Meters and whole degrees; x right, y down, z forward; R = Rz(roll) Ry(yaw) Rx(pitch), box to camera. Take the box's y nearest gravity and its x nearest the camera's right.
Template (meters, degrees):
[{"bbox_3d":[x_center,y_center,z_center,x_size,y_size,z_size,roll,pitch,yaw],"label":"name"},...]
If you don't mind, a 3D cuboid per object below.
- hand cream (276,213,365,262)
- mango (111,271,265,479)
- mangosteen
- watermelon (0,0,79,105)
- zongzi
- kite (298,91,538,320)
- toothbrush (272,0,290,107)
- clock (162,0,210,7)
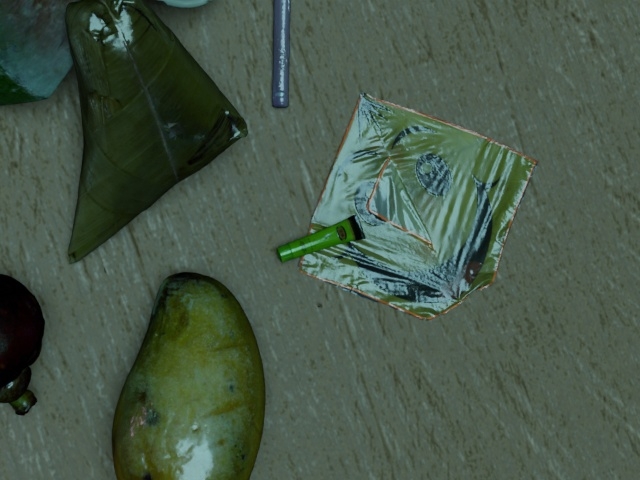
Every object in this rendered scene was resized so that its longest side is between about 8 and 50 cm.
[{"bbox_3d":[0.000,0.000,1.754,0.122,0.023,0.036,-20,89,-12],"label":"hand cream"},{"bbox_3d":[-0.163,0.211,1.665,0.176,0.176,0.329,32,60,-40],"label":"mango"},{"bbox_3d":[-0.422,0.130,1.604,0.172,0.172,0.184,4,89,-11],"label":"mangosteen"},{"bbox_3d":[-0.392,-0.306,1.565,0.302,0.151,0.264,-43,137,-9],"label":"watermelon"},{"bbox_3d":[-0.279,-0.141,1.616,0.300,0.145,0.274,-41,128,0],"label":"zongzi"},{"bbox_3d":[0.129,-0.057,1.794,0.378,0.013,0.327,-28,93,-10],"label":"kite"},{"bbox_3d":[-0.052,-0.357,1.752,0.024,0.029,0.354,1,89,5],"label":"toothbrush"},{"bbox_3d":[-0.219,-0.403,1.673,0.236,0.053,0.236,20,61,-40],"label":"clock"}]
